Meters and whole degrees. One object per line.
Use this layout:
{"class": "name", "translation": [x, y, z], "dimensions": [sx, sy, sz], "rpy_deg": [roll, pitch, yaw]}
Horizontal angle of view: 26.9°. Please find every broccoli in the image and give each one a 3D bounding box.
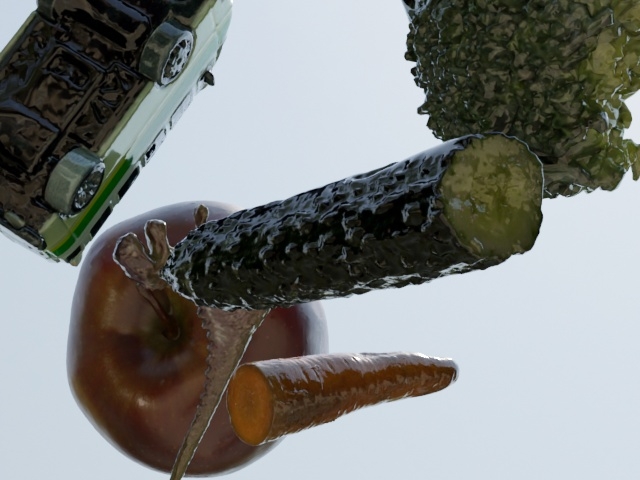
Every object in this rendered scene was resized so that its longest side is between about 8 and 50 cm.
{"class": "broccoli", "translation": [0.176, -0.166, 0.929], "dimensions": [0.243, 0.263, 0.247], "rpy_deg": [-13, 4, -20]}

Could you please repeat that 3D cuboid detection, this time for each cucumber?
{"class": "cucumber", "translation": [0.001, 0.000, 0.773], "dimensions": [0.072, 0.072, 0.300], "rpy_deg": [34, -28, -30]}

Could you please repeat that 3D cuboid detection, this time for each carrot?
{"class": "carrot", "translation": [0.030, 0.112, 1.042], "dimensions": [0.209, 0.061, 0.061], "rpy_deg": [-5, -33, -37]}

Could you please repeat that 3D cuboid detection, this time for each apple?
{"class": "apple", "translation": [-0.126, 0.111, 1.428], "dimensions": [0.288, 0.288, 0.317], "rpy_deg": [-5, -16, 8]}

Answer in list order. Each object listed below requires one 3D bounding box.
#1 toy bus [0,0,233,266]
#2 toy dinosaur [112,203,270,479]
{"class": "toy bus", "translation": [-0.190, -0.119, 1.111], "dimensions": [0.133, 0.276, 0.165], "rpy_deg": [32, -14, 10]}
{"class": "toy dinosaur", "translation": [-0.093, 0.077, 1.213], "dimensions": [0.072, 0.199, 0.251], "rpy_deg": [27, -45, 40]}
